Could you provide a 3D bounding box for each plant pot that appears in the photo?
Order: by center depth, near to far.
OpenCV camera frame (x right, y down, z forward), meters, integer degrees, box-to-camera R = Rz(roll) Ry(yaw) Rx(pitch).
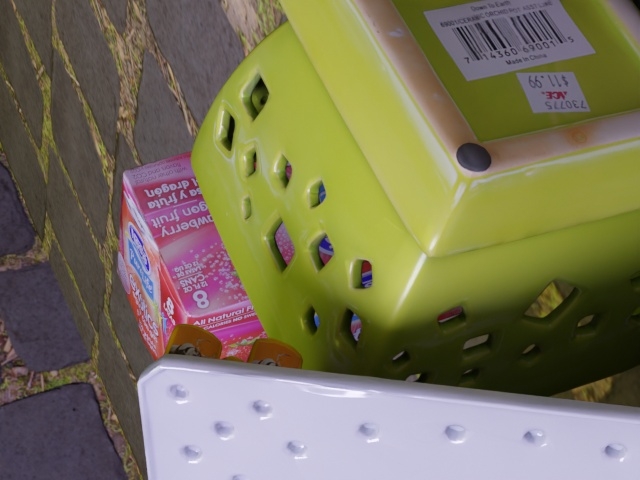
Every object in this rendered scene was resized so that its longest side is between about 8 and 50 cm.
[{"bbox_3d":[0.079,-0.047,0.852,0.227,0.228,0.207,62,152,28],"label":"plant pot"}]

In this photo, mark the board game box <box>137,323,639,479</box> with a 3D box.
[{"bbox_3d":[0.108,0.217,0.842,0.050,0.389,0.390,-74,-13,-50],"label":"board game box"}]

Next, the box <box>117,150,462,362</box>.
[{"bbox_3d":[0.000,0.000,1.032,0.128,0.256,0.123,105,144,-55],"label":"box"}]
